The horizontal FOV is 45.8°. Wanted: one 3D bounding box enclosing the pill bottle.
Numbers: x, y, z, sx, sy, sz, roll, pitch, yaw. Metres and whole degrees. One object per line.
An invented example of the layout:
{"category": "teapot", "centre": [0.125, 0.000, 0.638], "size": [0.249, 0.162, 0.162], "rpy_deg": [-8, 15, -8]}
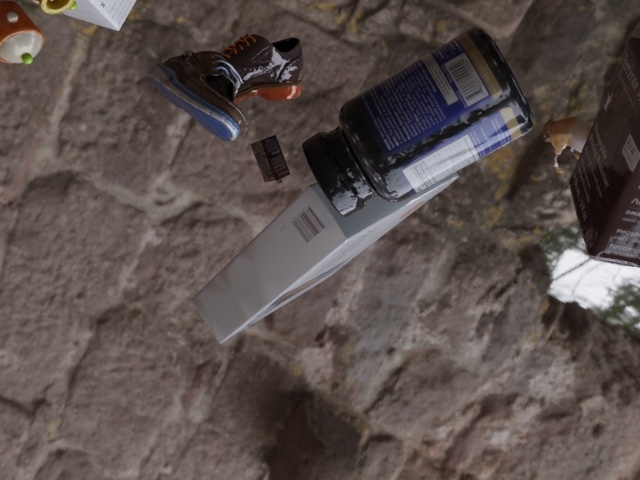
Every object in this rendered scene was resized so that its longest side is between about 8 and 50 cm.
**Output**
{"category": "pill bottle", "centre": [0.097, -0.116, 0.794], "size": [0.219, 0.122, 0.123], "rpy_deg": [-28, -170, 11]}

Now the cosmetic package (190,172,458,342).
{"category": "cosmetic package", "centre": [0.000, 0.000, 1.191], "size": [0.284, 0.097, 0.377], "rpy_deg": [-32, 174, -44]}

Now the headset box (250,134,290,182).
{"category": "headset box", "centre": [-0.088, -0.140, 1.344], "size": [0.032, 0.083, 0.062], "rpy_deg": [-25, -171, -21]}

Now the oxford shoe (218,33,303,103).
{"category": "oxford shoe", "centre": [-0.131, -0.261, 1.127], "size": [0.271, 0.097, 0.098], "rpy_deg": [-19, 127, -48]}

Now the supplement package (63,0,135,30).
{"category": "supplement package", "centre": [-0.519, -0.605, 1.574], "size": [0.177, 0.175, 0.293], "rpy_deg": [-64, 155, -8]}

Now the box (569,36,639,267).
{"category": "box", "centre": [0.402, -0.089, 0.846], "size": [0.168, 0.167, 0.203], "rpy_deg": [-79, 180, -53]}

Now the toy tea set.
{"category": "toy tea set", "centre": [-0.563, -0.421, 1.341], "size": [0.200, 0.124, 0.336], "rpy_deg": [-34, 168, 11]}

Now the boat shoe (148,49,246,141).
{"category": "boat shoe", "centre": [-0.120, -0.162, 0.781], "size": [0.066, 0.066, 0.183], "rpy_deg": [-45, -137, -5]}

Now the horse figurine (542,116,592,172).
{"category": "horse figurine", "centre": [0.540, -0.192, 1.530], "size": [0.066, 0.174, 0.263], "rpy_deg": [-45, -137, -15]}
